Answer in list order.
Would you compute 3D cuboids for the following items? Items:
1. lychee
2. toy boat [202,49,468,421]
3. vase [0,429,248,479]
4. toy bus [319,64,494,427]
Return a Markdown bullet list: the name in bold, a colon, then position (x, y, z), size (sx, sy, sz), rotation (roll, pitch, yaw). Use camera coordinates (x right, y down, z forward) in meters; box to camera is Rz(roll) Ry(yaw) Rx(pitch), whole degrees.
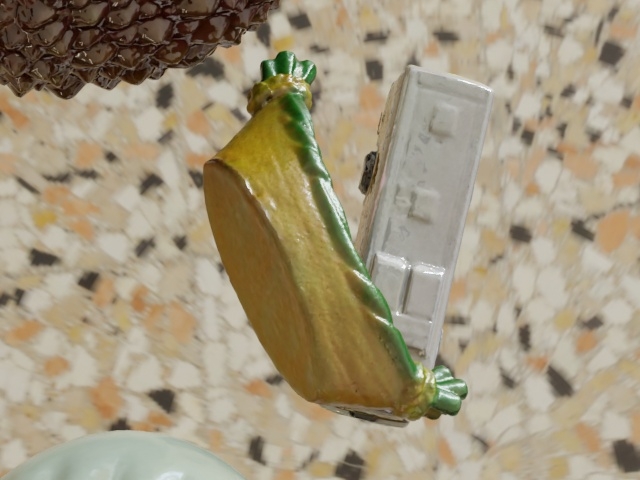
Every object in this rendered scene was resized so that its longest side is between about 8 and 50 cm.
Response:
- **lychee**: position (-0.129, -0.188, 0.973), size (0.271, 0.271, 0.271), rotation (-1, 82, 4)
- **toy boat**: position (0.000, 0.000, 0.956), size (0.088, 0.089, 0.229), rotation (-16, 70, -29)
- **vase**: position (-0.077, 0.157, 0.528), size (0.128, 0.248, 0.128), rotation (3, 114, 7)
- **toy bus**: position (0.067, 0.004, 1.371), size (0.092, 0.106, 0.268), rotation (15, 78, -4)
